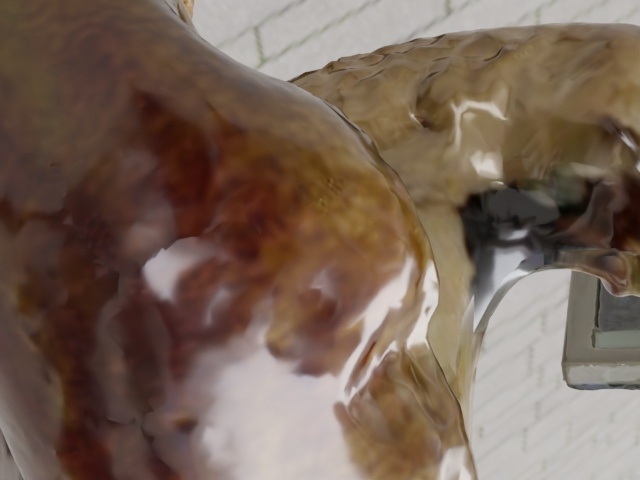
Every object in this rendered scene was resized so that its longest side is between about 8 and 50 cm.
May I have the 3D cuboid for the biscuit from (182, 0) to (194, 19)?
[{"bbox_3d":[-0.131,-0.179,0.785,0.126,0.206,0.025,-40,171,38],"label":"biscuit"}]

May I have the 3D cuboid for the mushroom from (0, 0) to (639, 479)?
[{"bbox_3d":[-0.028,0.025,0.463,0.254,0.267,0.267,2,134,-35],"label":"mushroom"}]

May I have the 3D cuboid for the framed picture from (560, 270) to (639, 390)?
[{"bbox_3d":[0.297,0.009,0.798,0.315,0.232,0.024,-2,120,13],"label":"framed picture"}]
